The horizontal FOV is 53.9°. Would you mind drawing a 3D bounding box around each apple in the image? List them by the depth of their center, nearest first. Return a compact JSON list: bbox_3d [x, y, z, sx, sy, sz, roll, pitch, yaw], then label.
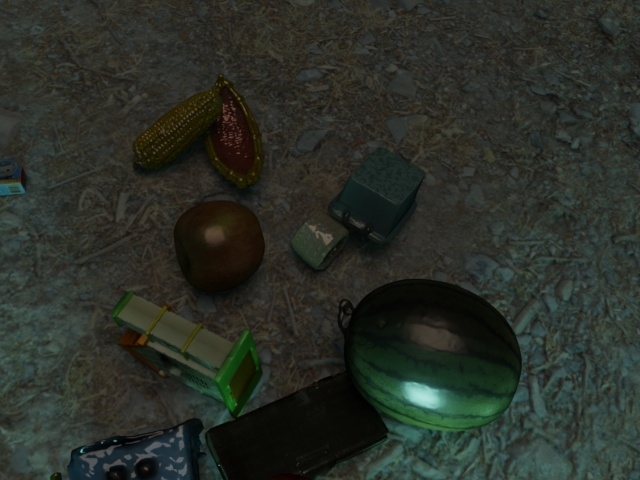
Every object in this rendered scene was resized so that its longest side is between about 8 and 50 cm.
[{"bbox_3d":[-0.207,0.009,1.306,0.173,0.188,0.188,-19,65,-23],"label":"apple"}]

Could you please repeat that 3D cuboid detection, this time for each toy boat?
[{"bbox_3d":[-0.209,-0.245,1.503,0.140,0.099,0.318,-12,66,-10],"label":"toy boat"}]

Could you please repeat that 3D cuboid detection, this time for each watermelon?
[{"bbox_3d":[0.198,0.210,1.196,0.359,0.279,0.279,16,60,0],"label":"watermelon"}]

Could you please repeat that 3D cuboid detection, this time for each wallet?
[{"bbox_3d":[-0.043,0.367,1.185,0.316,0.044,0.169,-19,51,-24],"label":"wallet"}]

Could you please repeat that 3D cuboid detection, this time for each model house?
[{"bbox_3d":[-0.271,0.472,0.989,0.215,0.237,0.303,-8,55,-12],"label":"model house"}]

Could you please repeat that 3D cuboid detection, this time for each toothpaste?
[{"bbox_3d":[-0.758,-0.136,1.394,0.193,0.044,0.070,-5,60,-11],"label":"toothpaste"}]

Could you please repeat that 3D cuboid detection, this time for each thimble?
[{"bbox_3d":[0.000,0.000,1.390,0.090,0.102,0.115,39,92,14],"label":"thimble"}]

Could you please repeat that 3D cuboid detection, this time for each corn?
[{"bbox_3d":[-0.334,-0.254,1.457,0.261,0.097,0.097,-40,71,1],"label":"corn"}]

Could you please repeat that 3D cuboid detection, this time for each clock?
[{"bbox_3d":[-0.251,0.202,1.180,0.255,0.220,0.106,24,61,15],"label":"clock"}]

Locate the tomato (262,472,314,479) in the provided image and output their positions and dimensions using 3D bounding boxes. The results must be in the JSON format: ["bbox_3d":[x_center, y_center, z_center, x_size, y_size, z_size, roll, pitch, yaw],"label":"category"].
[{"bbox_3d":[-0.014,0.530,0.970,0.338,0.143,0.339,20,62,-43],"label":"tomato"}]

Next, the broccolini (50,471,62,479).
[{"bbox_3d":[-0.427,0.513,1.076,0.054,0.051,0.239,-40,64,22],"label":"broccolini"}]

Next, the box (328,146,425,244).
[{"bbox_3d":[0.135,-0.104,1.428,0.162,0.130,0.227,32,38,10],"label":"box"}]
